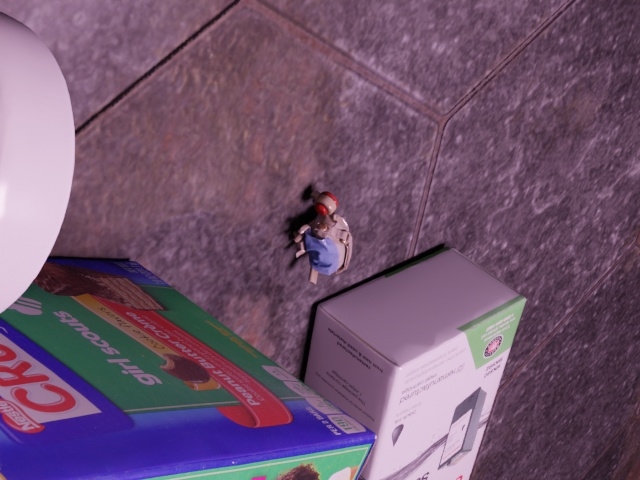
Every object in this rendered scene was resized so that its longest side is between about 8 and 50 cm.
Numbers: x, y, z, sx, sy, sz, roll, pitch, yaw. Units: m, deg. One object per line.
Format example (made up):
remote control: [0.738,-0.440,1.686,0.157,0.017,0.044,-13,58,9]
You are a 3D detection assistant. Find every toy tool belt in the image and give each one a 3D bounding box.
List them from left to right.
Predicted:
toy tool belt: [0.000,0.000,0.979,0.051,0.052,0.083,-48,146,-26]

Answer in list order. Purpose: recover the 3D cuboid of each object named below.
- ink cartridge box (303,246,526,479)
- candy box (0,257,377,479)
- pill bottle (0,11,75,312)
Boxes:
ink cartridge box: [0.087,0.179,1.177,0.211,0.121,0.289,-23,135,-39]
candy box: [-0.168,0.110,0.664,0.317,0.268,0.122,3,112,-53]
pill bottle: [-0.291,-0.055,0.427,0.361,0.204,0.204,9,111,-55]
